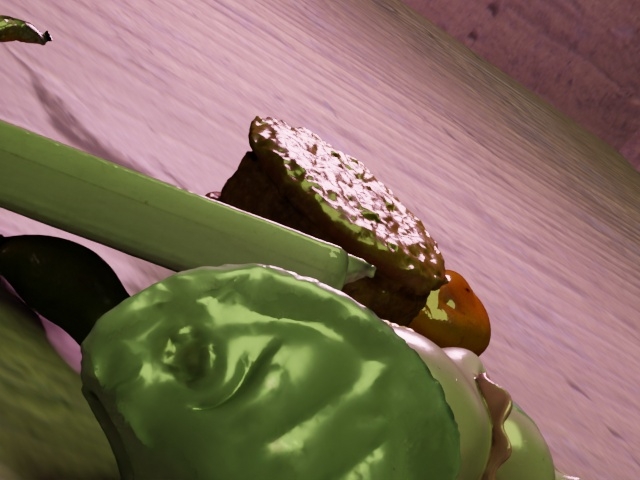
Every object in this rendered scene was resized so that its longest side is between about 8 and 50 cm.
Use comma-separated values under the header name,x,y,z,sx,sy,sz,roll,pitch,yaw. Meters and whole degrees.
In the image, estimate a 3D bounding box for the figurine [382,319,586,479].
name,x,y,z,sx,sy,sz,roll,pitch,yaw
figurine,0.069,0.126,1.070,0.155,0.127,0.235,19,-4,41

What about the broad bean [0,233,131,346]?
name,x,y,z,sx,sy,sz,roll,pitch,yaw
broad bean,-0.088,0.074,0.959,0.256,0.052,0.053,42,23,17

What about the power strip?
name,x,y,z,sx,sy,sz,roll,pitch,yaw
power strip,-0.105,-0.013,1.001,0.270,0.046,0.118,20,-6,-6

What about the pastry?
name,x,y,z,sx,sy,sz,roll,pitch,yaw
pastry,0.000,0.000,1.313,0.188,0.103,0.189,37,14,-11

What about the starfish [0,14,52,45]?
name,x,y,z,sx,sy,sz,roll,pitch,yaw
starfish,-0.330,-0.206,1.100,0.358,0.078,0.347,51,26,-6

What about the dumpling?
name,x,y,z,sx,sy,sz,roll,pitch,yaw
dumpling,-0.027,0.104,0.866,0.219,0.108,0.153,52,46,-18

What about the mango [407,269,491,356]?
name,x,y,z,sx,sy,sz,roll,pitch,yaw
mango,0.101,0.066,1.468,0.114,0.060,0.080,18,42,-62
